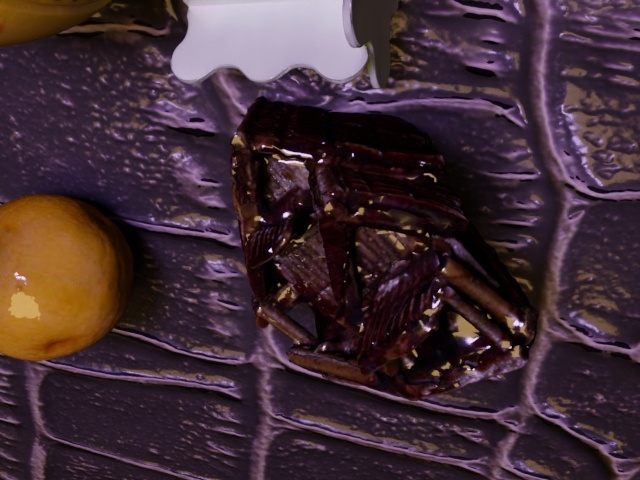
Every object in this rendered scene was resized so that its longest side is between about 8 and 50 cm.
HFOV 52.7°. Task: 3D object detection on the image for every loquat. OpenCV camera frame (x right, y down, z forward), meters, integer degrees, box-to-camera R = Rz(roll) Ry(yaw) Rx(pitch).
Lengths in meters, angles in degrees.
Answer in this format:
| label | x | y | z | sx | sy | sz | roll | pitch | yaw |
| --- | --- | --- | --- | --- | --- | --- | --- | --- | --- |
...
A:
| label | x | y | z | sx | sy | sz | roll | pitch | yaw |
| --- | --- | --- | --- | --- | --- | --- | --- | --- | --- |
| loquat | -0.336 | 0.046 | 0.798 | 0.208 | 0.208 | 0.208 | 6 | 123 | 10 |

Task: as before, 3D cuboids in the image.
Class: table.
| label | x | y | z | sx | sy | sz | roll | pitch | yaw |
| --- | --- | --- | --- | --- | --- | --- | --- | --- | --- |
| table | -0.042 | -0.222 | 0.596 | 0.199 | 0.166 | 0.166 | 5 | 123 | 20 |

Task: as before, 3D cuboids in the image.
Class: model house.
| label | x | y | z | sx | sy | sz | roll | pitch | yaw |
| --- | --- | --- | --- | --- | --- | --- | --- | --- | --- |
| model house | 0.000 | 0.000 | 0.650 | 0.297 | 0.317 | 0.282 | -36 | 112 | 16 |

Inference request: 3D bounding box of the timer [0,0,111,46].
| label | x | y | z | sx | sy | sz | roll | pitch | yaw |
| --- | --- | --- | --- | --- | --- | --- | --- | --- | --- |
| timer | -0.315 | -0.305 | 0.496 | 0.387 | 0.376 | 0.376 | -25 | 113 | 32 |
